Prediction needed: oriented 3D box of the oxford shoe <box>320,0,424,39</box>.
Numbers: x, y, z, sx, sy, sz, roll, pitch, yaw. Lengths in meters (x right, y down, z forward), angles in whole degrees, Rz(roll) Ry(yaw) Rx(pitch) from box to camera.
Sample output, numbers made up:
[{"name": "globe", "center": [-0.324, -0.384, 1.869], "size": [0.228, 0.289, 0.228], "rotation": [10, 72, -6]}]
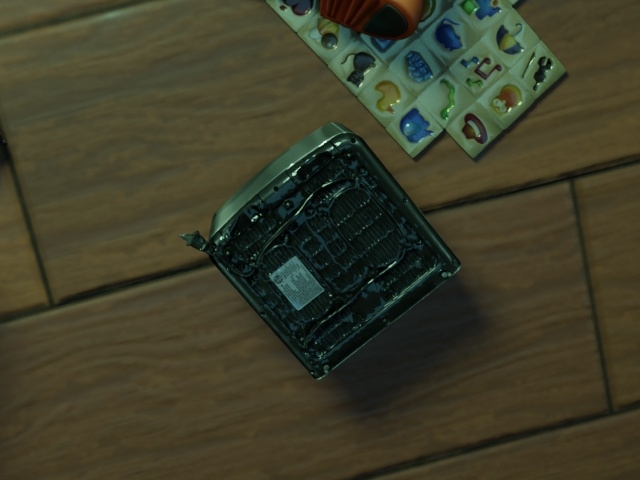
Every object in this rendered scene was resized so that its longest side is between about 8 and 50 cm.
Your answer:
[{"name": "oxford shoe", "center": [-0.029, -0.265, 0.852], "size": [0.271, 0.097, 0.098], "rotation": [26, 74, -4]}]

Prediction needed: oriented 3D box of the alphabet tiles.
[{"name": "alphabet tiles", "center": [0.103, -0.197, 0.916], "size": [0.198, 0.009, 0.237], "rotation": [-43, 105, 5]}]

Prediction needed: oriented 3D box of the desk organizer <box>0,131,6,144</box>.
[{"name": "desk organizer", "center": [-0.320, -0.130, 0.863], "size": [0.047, 0.050, 0.130], "rotation": [-23, 105, 0]}]

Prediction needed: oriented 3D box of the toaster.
[{"name": "toaster", "center": [0.000, 0.000, 0.900], "size": [0.168, 0.110, 0.185], "rotation": [-39, 105, 4]}]
